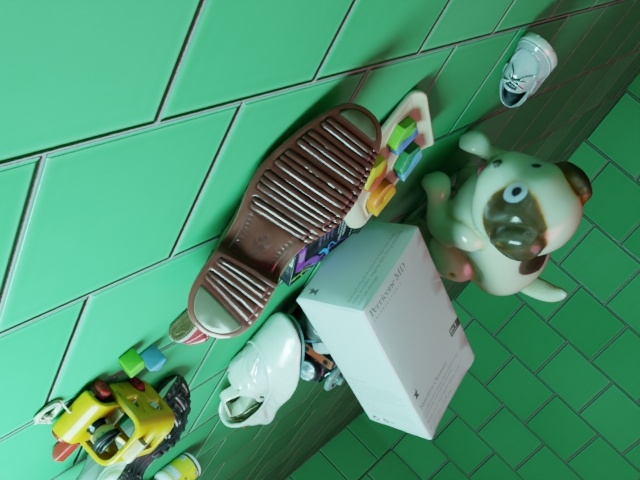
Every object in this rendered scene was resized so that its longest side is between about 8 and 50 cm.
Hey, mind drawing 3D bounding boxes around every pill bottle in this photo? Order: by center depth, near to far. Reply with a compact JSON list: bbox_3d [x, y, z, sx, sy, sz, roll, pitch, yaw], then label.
[{"bbox_3d":[-0.327,0.527,1.767,0.116,0.065,0.065,-31,158,-42],"label":"pill bottle"}]

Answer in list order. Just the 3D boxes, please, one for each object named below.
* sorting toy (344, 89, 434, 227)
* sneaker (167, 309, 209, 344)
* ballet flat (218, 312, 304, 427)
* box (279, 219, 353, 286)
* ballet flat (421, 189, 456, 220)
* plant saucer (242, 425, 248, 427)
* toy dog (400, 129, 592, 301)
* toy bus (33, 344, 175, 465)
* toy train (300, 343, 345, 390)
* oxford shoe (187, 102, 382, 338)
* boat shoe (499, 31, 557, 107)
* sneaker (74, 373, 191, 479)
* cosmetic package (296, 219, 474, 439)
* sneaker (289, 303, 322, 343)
[{"bbox_3d":[0.108,-0.120,1.277,0.208,0.038,0.193,-48,159,-7],"label":"sorting toy"},{"bbox_3d":[-0.167,0.112,1.183,0.118,0.042,0.067,-38,160,-3],"label":"sneaker"},{"bbox_3d":[-0.131,0.283,1.588,0.139,0.139,0.400,-36,163,-32],"label":"ballet flat"},{"bbox_3d":[0.000,0.000,1.367,0.162,0.029,0.116,-41,164,-24],"label":"box"},{"bbox_3d":[0.306,-0.072,1.925,0.248,0.086,0.086,-31,158,-48],"label":"ballet flat"},{"bbox_3d":[-0.180,0.462,2.079,0.083,0.015,0.083,-42,164,-15],"label":"plant saucer"},{"bbox_3d":[0.370,-0.031,1.622,0.284,0.395,0.408,-33,170,-14],"label":"toy dog"},{"bbox_3d":[-0.290,0.264,1.129,0.202,0.104,0.191,-35,161,-37],"label":"toy bus"},{"bbox_3d":[0.064,0.236,1.958,0.334,0.142,0.190,-17,134,-56],"label":"toy train"},{"bbox_3d":[-0.055,-0.037,1.041,0.348,0.123,0.130,-49,-169,6],"label":"oxford shoe"},{"bbox_3d":[0.382,-0.309,1.499,0.081,0.079,0.227,-49,168,-5],"label":"boat shoe"},{"bbox_3d":[-0.307,0.323,1.278,0.271,0.108,0.100,-55,145,-29],"label":"sneaker"},{"bbox_3d":[0.135,0.168,1.502,0.217,0.156,0.385,-55,136,-28],"label":"cosmetic package"},{"bbox_3d":[0.049,0.097,1.644,0.139,0.125,0.341,-24,-172,47],"label":"sneaker"}]
